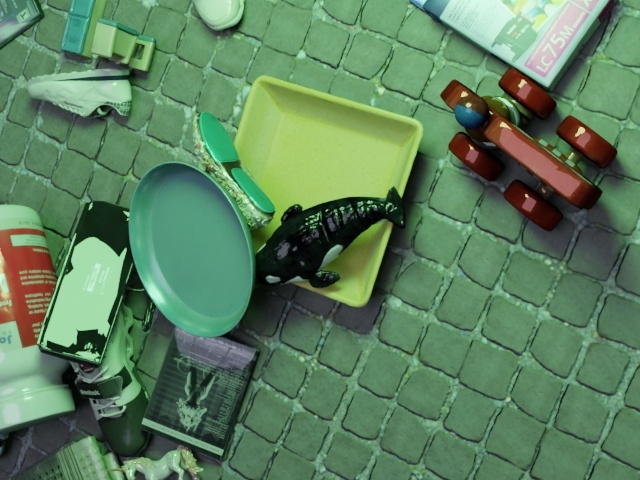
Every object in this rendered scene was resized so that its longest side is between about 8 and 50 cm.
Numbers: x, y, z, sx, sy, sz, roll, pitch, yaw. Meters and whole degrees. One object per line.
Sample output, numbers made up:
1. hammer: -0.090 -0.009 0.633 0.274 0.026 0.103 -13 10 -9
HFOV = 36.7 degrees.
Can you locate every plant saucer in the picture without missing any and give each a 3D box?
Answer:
1. plant saucer: -0.007 -0.089 1.699 0.333 0.081 0.332 20 96 21
2. plant saucer: -0.220 0.014 1.692 0.318 0.044 0.317 15 114 37

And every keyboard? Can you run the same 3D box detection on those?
1. keyboard: -0.383 0.085 1.790 0.202 0.033 0.317 17 65 -8

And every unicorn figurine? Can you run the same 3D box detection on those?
1. unicorn figurine: -0.301 0.438 1.811 0.162 0.060 0.111 -32 76 1

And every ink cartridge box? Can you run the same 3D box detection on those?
1. ink cartridge box: 0.306 -0.406 1.595 0.311 0.065 0.185 38 101 19

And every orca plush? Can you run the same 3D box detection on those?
1. orca plush: 0.000 0.000 1.594 0.287 0.102 0.151 -12 84 21

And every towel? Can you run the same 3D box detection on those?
1. towel: -0.488 0.573 1.886 0.312 0.056 0.324 -29 80 21

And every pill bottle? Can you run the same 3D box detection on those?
1. pill bottle: -0.606 0.155 1.848 0.229 0.229 0.407 -21 80 20

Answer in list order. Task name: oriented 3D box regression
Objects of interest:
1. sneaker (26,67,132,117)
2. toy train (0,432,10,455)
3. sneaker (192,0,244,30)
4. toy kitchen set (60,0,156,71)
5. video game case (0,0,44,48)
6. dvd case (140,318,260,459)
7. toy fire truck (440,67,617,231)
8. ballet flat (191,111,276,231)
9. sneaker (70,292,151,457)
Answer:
1. sneaker: -0.478 -0.286 1.898 0.235 0.090 0.094 0 104 26
2. toy train: -0.773 0.371 1.964 0.334 0.142 0.190 -17 70 22
3. sneaker: -0.227 -0.529 1.788 0.110 0.118 0.292 -21 82 18
4. toy kitchen set: -0.427 -0.411 1.834 0.207 0.166 0.122 17 94 21
5. video game case: -0.723 -0.482 2.033 0.274 0.026 0.196 -30 77 17
6. dvd case: -0.223 0.275 1.781 0.165 0.018 0.221 20 96 7
7. toy fire truck: 0.306 -0.153 1.481 0.302 0.254 0.169 43 103 18
8. ballet flat: -0.169 -0.113 1.679 0.077 0.091 0.241 -42 71 30
9. sneaker: -0.416 0.253 1.815 0.123 0.146 0.330 -17 83 19
